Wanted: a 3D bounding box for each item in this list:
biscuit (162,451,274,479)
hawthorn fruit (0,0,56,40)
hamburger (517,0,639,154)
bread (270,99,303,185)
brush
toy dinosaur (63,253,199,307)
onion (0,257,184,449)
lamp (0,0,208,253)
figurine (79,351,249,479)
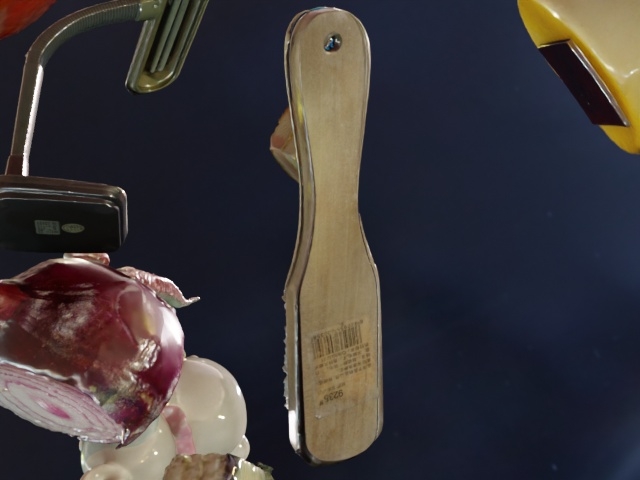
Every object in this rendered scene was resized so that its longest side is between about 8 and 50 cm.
[{"bbox_3d":[-0.061,0.200,0.756,0.052,0.150,0.252,-2,168,4],"label":"biscuit"},{"bbox_3d":[-0.211,-0.196,0.663,0.189,0.189,0.251,-39,176,-15],"label":"hawthorn fruit"},{"bbox_3d":[0.375,-0.250,1.580,0.176,0.300,0.300,-36,-153,-1],"label":"hamburger"},{"bbox_3d":[-0.013,-0.080,1.100,0.043,0.108,0.062,25,-146,34],"label":"bread"},{"bbox_3d":[0.000,0.000,0.904,0.070,0.327,0.065,-10,-156,-21],"label":"brush"},{"bbox_3d":[-0.201,0.054,1.395,0.167,0.242,0.053,-48,-122,37],"label":"toy dinosaur"},{"bbox_3d":[-0.225,0.074,1.106,0.195,0.218,0.139,7,-119,50],"label":"onion"},{"bbox_3d":[-0.195,-0.103,1.146,0.125,0.203,0.283,18,-117,0],"label":"lamp"},{"bbox_3d":[-0.190,0.192,1.321,0.127,0.155,0.235,-36,168,36],"label":"figurine"}]
